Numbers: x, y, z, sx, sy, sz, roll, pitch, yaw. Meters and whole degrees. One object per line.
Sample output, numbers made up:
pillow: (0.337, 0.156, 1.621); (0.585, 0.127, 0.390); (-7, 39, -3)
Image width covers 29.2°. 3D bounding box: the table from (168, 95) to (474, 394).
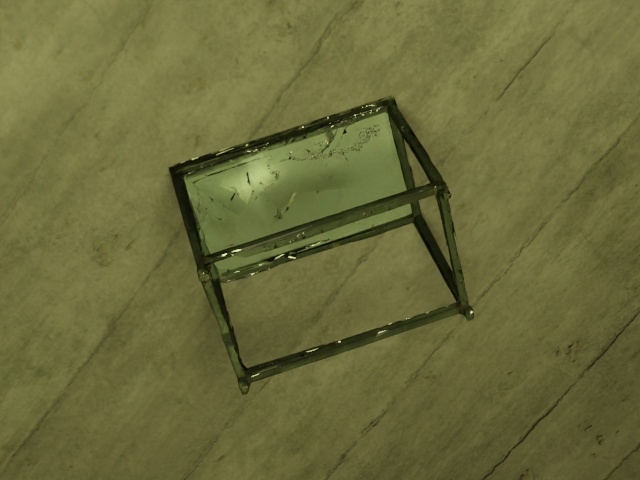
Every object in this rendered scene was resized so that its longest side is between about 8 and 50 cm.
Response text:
table: (0.000, 0.000, 1.680); (0.335, 0.272, 0.222); (-18, 126, -3)
